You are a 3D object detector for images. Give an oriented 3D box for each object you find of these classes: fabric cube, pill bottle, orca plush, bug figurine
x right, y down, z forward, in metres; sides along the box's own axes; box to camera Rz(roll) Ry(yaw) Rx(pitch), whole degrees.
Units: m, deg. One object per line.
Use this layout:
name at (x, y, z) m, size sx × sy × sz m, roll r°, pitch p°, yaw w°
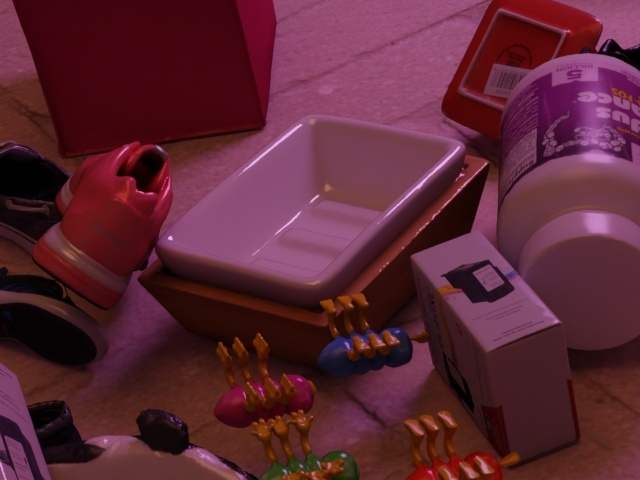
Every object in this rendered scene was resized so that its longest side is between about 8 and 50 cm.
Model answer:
fabric cube at (-0.202, -0.282, 2.224) m, size 0.259 × 0.254 × 0.258 m, roll -7°, pitch 34°, yaw 8°
pill bottle at (0.249, -0.036, 1.760) m, size 0.169 × 0.169 × 0.301 m, roll -6°, pitch 33°, yaw 10°
orca plush at (-0.163, 0.231, 1.606) m, size 0.287 × 0.102 × 0.151 m, roll -14°, pitch 76°, yaw 16°
bug figurine at (0.028, 0.150, 1.572) m, size 0.216 × 0.072 × 0.279 m, roll -8°, pitch 32°, yaw -18°

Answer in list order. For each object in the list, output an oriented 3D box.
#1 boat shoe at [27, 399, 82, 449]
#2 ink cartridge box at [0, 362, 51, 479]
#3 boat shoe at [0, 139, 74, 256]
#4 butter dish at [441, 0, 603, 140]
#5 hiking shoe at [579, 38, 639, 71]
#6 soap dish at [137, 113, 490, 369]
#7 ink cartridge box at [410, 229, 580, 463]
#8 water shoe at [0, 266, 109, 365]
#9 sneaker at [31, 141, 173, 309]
boat shoe at (-0.295, 0.203, 1.661) m, size 0.183 × 0.083 × 0.065 m, roll -23°, pitch 34°, yaw -16°
ink cartridge box at (-0.308, 0.220, 1.525) m, size 0.172 × 0.100 × 0.237 m, roll -33°, pitch 51°, yaw 8°
boat shoe at (-0.338, -0.061, 2.066) m, size 0.108 × 0.102 × 0.301 m, roll -30°, pitch 37°, yaw -26°
butter dish at (0.236, -0.169, 2.031) m, size 0.160 × 0.118 × 0.160 m, roll 26°, pitch 89°, yaw 43°
hiking shoe at (0.421, -0.182, 1.958) m, size 0.304 × 0.132 × 0.113 m, roll -21°, pitch 33°, yaw -13°
soap dish at (0.000, 0.000, 1.840) m, size 0.229 × 0.118 × 0.291 m, roll 13°, pitch 41°, yaw 35°
ink cartridge box at (0.150, 0.091, 1.639) m, size 0.072 × 0.127 × 0.175 m, roll -21°, pitch 32°, yaw -11°
water shoe at (-0.276, 0.064, 1.881) m, size 0.203 × 0.073 × 0.080 m, roll 14°, pitch 39°, yaw 35°
sneaker at (-0.183, -0.039, 1.837) m, size 0.136 × 0.116 × 0.314 m, roll -51°, pitch 11°, yaw 14°
